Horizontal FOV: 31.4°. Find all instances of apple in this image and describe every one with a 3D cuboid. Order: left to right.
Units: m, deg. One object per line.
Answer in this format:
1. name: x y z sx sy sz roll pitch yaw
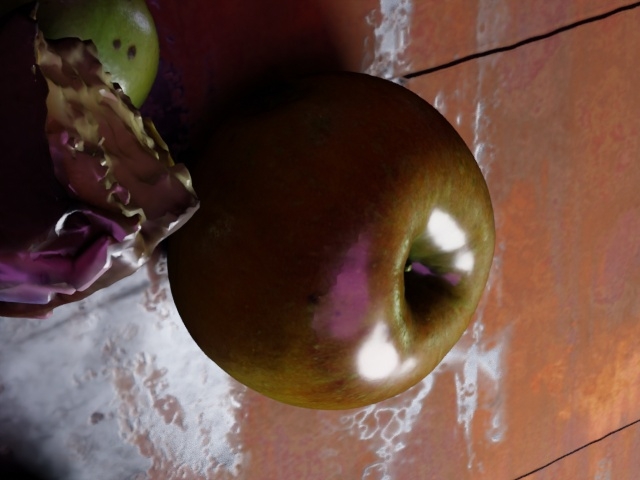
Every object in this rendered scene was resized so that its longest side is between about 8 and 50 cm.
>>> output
1. apple: 0.000 0.000 0.803 0.237 0.207 0.237 -23 123 -39

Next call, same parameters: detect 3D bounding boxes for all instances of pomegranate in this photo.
1. pomegranate: -0.158 -0.121 0.679 0.130 0.130 0.130 -15 125 -22

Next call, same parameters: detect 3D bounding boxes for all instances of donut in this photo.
1. donut: -0.200 -0.127 0.556 0.259 0.136 0.345 -8 88 15
